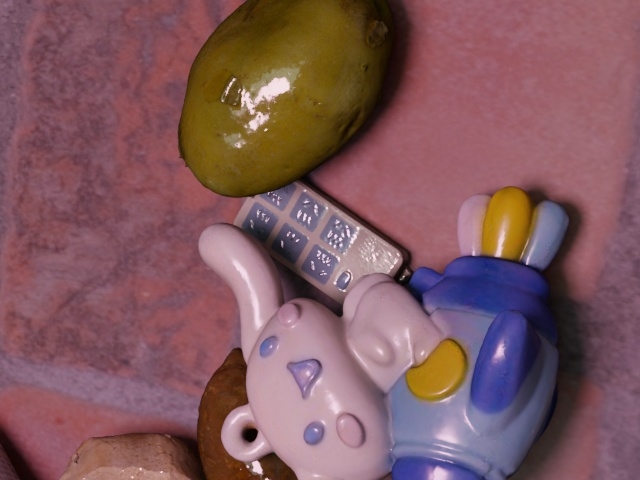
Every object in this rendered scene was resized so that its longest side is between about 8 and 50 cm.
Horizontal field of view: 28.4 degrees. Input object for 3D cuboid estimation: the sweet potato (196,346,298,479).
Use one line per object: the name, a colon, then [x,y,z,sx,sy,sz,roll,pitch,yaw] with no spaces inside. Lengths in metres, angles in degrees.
sweet potato: [-0.012,0.303,1.241,0.130,0.130,0.422,-31,81,21]

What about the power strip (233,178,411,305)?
power strip: [0.000,0.000,1.274,0.192,0.035,0.081,35,102,17]

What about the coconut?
coconut: [-0.188,0.284,1.290,0.194,0.194,0.194,1,92,22]

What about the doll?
doll: [0.077,0.120,1.136,0.365,0.187,0.376,-19,88,8]

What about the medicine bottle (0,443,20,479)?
medicine bottle: [-0.367,0.334,1.329,0.165,0.165,0.273,-53,53,16]

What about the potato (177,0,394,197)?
potato: [-0.038,-0.155,1.215,0.186,0.148,0.253,36,87,31]
